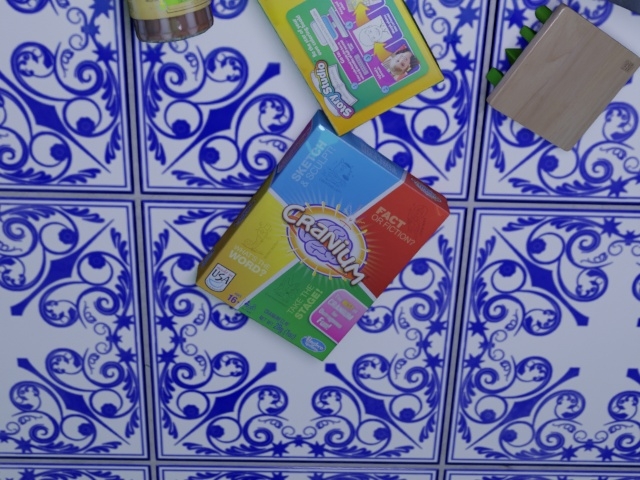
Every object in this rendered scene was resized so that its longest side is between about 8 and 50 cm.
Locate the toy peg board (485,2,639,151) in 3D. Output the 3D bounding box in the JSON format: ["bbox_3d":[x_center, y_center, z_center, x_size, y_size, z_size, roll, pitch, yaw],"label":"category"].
[{"bbox_3d":[0.324,-0.234,1.328,0.160,0.079,0.161,24,115,-29],"label":"toy peg board"}]

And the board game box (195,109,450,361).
[{"bbox_3d":[0.000,0.000,1.433,0.242,0.064,0.316,32,112,-16],"label":"board game box"}]

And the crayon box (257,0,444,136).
[{"bbox_3d":[0.028,-0.298,1.276,0.165,0.081,0.278,-27,114,12],"label":"crayon box"}]

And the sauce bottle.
[{"bbox_3d":[-0.214,-0.423,1.193,0.111,0.111,0.344,-8,118,3],"label":"sauce bottle"}]

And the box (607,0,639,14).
[{"bbox_3d":[0.380,-0.352,1.215,0.158,0.156,0.093,19,113,-11],"label":"box"}]
